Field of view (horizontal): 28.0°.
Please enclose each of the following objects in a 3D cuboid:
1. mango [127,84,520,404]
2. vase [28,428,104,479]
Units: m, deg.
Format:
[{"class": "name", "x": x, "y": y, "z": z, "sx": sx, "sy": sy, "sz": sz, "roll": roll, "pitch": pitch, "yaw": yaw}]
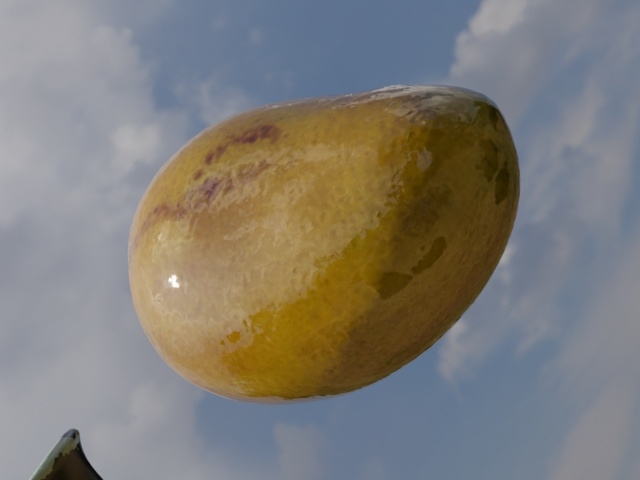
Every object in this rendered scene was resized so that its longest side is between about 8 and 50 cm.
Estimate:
[{"class": "mango", "x": 0.000, "y": 0.000, "z": 1.040, "sx": 0.221, "sy": 0.378, "sz": 0.263, "roll": 34, "pitch": -129, "yaw": -34}, {"class": "vase", "x": 0.002, "y": 0.233, "z": 0.553, "sx": 0.165, "sy": 0.360, "sz": 0.165, "roll": -54, "pitch": 3, "yaw": 4}]
